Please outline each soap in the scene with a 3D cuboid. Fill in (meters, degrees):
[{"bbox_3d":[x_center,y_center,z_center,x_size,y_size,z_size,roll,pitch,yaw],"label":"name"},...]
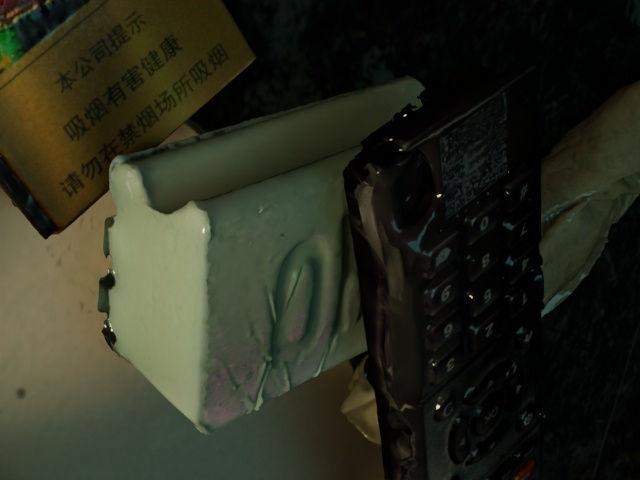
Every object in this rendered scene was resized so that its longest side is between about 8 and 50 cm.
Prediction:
[{"bbox_3d":[0.000,0.000,0.730,0.261,0.094,0.150,-22,134,-40],"label":"soap"}]

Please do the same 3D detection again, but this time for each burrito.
[{"bbox_3d":[0.164,0.010,0.912,0.392,0.076,0.117,-46,138,-16],"label":"burrito"}]

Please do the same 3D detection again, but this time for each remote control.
[{"bbox_3d":[0.079,0.079,0.753,0.144,0.062,0.399,-35,136,-30],"label":"remote control"}]

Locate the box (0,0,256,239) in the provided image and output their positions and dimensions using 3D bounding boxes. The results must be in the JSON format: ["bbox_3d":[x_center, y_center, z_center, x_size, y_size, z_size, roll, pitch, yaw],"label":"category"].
[{"bbox_3d":[-0.155,-0.139,0.613,0.159,0.071,0.240,-44,128,-14],"label":"box"}]
